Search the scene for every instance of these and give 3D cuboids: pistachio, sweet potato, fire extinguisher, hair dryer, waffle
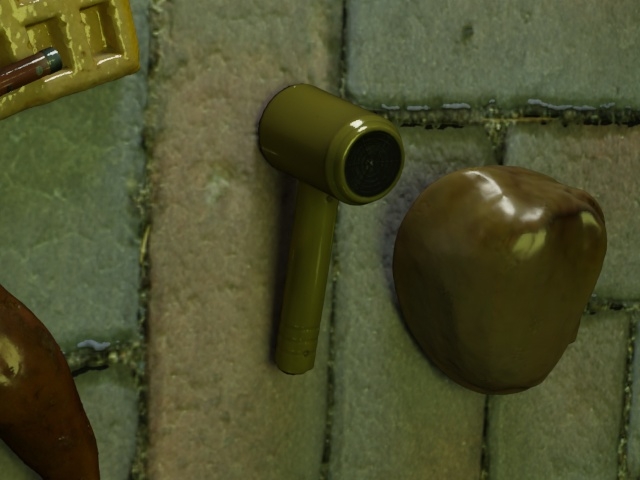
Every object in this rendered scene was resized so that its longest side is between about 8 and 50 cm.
[{"bbox_3d":[0.176,0.045,1.795,0.212,0.163,0.261,9,116,1],"label":"pistachio"},{"bbox_3d":[-0.282,0.104,1.491,0.359,0.112,0.112,47,70,-29],"label":"sweet potato"},{"bbox_3d":[-0.255,-0.135,1.454,0.083,0.022,0.028,-30,146,-29],"label":"fire extinguisher"},{"bbox_3d":[0.000,0.000,1.675,0.090,0.135,0.279,-3,110,-35],"label":"hair dryer"},{"bbox_3d":[-0.278,-0.214,1.470,0.247,0.055,0.221,-25,112,-31],"label":"waffle"}]
